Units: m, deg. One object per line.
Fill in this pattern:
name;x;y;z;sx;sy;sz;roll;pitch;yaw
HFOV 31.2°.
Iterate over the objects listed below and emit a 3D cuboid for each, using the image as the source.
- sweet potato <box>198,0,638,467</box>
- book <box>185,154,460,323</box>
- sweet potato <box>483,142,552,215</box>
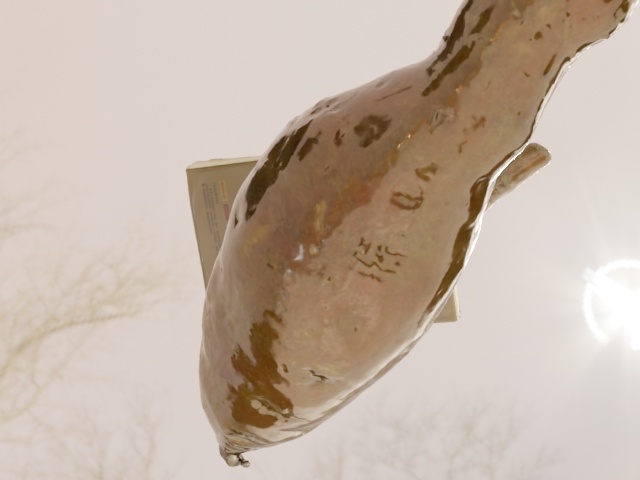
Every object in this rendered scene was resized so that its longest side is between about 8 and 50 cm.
sweet potato;0.019;-0.016;0.344;0.075;0.075;0.269;-8;-40;-54
book;0.000;0.000;0.863;0.016;0.199;0.138;-34;-62;-68
sweet potato;0.061;-0.002;1.105;0.346;0.108;0.079;-23;-57;20
